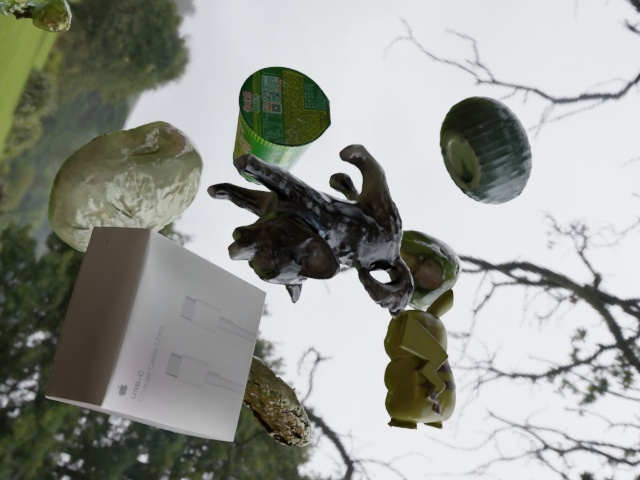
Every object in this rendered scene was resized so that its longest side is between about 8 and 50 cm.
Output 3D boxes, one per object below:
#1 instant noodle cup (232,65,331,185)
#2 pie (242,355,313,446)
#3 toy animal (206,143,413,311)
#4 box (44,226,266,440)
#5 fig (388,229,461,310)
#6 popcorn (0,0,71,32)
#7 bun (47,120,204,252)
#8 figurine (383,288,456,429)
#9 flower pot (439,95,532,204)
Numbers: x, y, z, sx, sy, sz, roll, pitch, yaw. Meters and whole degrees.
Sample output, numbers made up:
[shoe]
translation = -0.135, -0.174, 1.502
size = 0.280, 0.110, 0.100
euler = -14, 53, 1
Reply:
[instant noodle cup]
translation = -0.103, -0.235, 1.869
size = 0.233, 0.207, 0.207
euler = 122, -14, -59
[pie]
translation = -0.122, 0.377, 1.979
size = 0.055, 0.274, 0.274
euler = -38, -177, -28
[toy animal]
translation = 0.000, 0.000, 1.452
size = 0.194, 0.344, 0.303
euler = -44, -118, 54
[box]
translation = -0.188, 0.119, 1.017
size = 0.106, 0.251, 0.203
euler = 2, -109, 33
[fig]
translation = 0.237, 0.047, 2.226
size = 0.206, 0.275, 0.206
euler = -45, 169, -12
[popcorn]
translation = -0.527, -0.462, 1.485
size = 0.197, 0.213, 0.198
euler = -22, -151, 13
[bun]
translation = -0.409, -0.098, 1.791
size = 0.361, 0.213, 0.361
euler = -29, 172, -5
[figurine]
translation = 0.225, 0.279, 1.970
size = 0.169, 0.218, 0.327
euler = -23, -113, 44
[flower pot]
translation = 0.356, -0.194, 1.821
size = 0.157, 0.243, 0.189
euler = -23, 180, -29
